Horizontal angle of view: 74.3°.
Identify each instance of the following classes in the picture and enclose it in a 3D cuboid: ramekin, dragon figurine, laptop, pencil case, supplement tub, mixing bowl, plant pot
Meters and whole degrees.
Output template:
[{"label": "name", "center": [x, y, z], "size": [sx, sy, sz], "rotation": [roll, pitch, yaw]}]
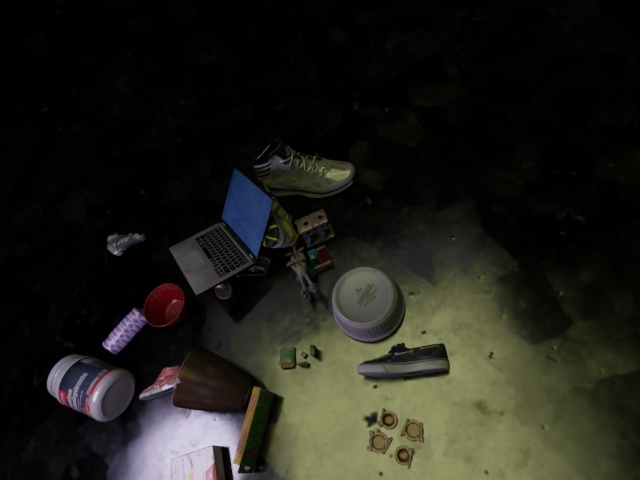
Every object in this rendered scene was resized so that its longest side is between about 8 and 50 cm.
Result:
[{"label": "ramekin", "center": [0.163, 0.214, 1.514], "size": [0.272, 0.127, 0.273], "rotation": [-7, 61, 13]}, {"label": "dragon figurine", "center": [-0.071, 0.110, 1.658], "size": [0.085, 0.144, 0.289], "rotation": [-24, 27, 3]}, {"label": "laptop", "center": [-0.415, -0.052, 1.700], "size": [0.407, 0.237, 0.382], "rotation": [-30, 40, -18]}, {"label": "pencil case", "center": [-0.802, 0.369, 1.748], "size": [0.206, 0.086, 0.088], "rotation": [-49, 27, -14]}, {"label": "supplement tub", "center": [-0.868, 0.552, 1.605], "size": [0.272, 0.191, 0.191], "rotation": [11, 67, 21]}, {"label": "mixing bowl", "center": [-0.615, 0.278, 1.729], "size": [0.181, 0.098, 0.182], "rotation": [-7, 61, 13]}, {"label": "plant pot", "center": [-0.361, 0.510, 1.489], "size": [0.230, 0.215, 0.216], "rotation": [15, 67, 6]}]

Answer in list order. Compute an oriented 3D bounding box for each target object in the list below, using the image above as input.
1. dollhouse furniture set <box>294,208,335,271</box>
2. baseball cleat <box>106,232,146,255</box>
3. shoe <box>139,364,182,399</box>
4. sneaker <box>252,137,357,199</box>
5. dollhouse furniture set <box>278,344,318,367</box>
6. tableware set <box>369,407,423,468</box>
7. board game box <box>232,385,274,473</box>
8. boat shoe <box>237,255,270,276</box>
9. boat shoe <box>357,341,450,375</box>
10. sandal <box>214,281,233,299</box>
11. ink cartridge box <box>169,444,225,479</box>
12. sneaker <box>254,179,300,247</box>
[{"label": "dollhouse furniture set", "center": [0.000, 0.000, 1.673], "size": [0.128, 0.129, 0.184], "rotation": [-24, 58, 3]}, {"label": "baseball cleat", "center": [-0.910, 0.019, 1.982], "size": [0.205, 0.072, 0.110], "rotation": [-2, 76, 21]}, {"label": "shoe", "center": [-0.604, 0.541, 1.611], "size": [0.177, 0.064, 0.081], "rotation": [-21, 58, -1]}, {"label": "sneaker", "center": [-0.080, -0.307, 1.784], "size": [0.446, 0.257, 0.169], "rotation": [-3, 62, 15]}, {"label": "dollhouse furniture set", "center": [-0.086, 0.414, 1.523], "size": [0.151, 0.059, 0.076], "rotation": [-9, 61, 12]}, {"label": "tableware set", "center": [0.239, 0.621, 1.339], "size": [0.168, 0.020, 0.141], "rotation": [15, 69, 23]}, {"label": "board game box", "center": [-0.222, 0.631, 1.410], "size": [0.039, 0.124, 0.260], "rotation": [2, 64, 19]}, {"label": "boat shoe", "center": [-0.320, 0.110, 1.733], "size": [0.227, 0.081, 0.069], "rotation": [-4, 44, 12]}, {"label": "boat shoe", "center": [0.269, 0.391, 1.402], "size": [0.300, 0.108, 0.102], "rotation": [-9, 61, 9]}, {"label": "sandal", "center": [-0.419, 0.168, 1.757], "size": [0.072, 0.049, 0.180], "rotation": [-29, 59, 1]}, {"label": "ink cartridge box", "center": [-0.432, 0.782, 1.426], "size": [0.198, 0.067, 0.115], "rotation": [-22, 60, 5]}, {"label": "sneaker", "center": [-0.206, -0.100, 1.753], "size": [0.145, 0.147, 0.385], "rotation": [-51, 45, 27]}]
